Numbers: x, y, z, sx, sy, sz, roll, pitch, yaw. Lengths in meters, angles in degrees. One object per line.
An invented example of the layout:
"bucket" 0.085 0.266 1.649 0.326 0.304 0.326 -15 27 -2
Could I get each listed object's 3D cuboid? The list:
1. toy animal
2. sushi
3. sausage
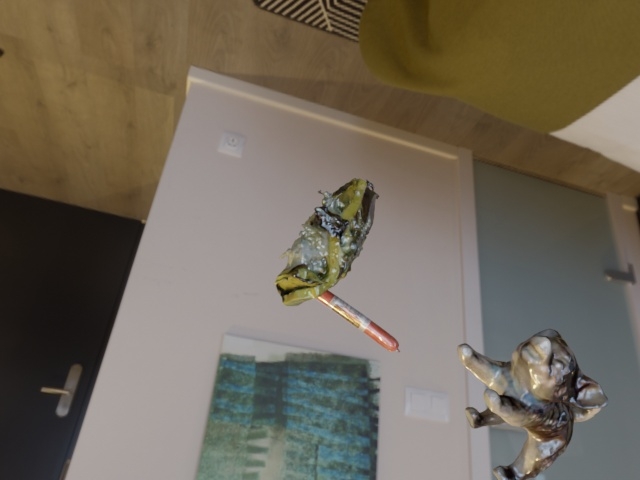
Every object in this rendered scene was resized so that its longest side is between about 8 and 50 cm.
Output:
"toy animal" 0.463 0.312 0.988 0.302 0.194 0.344 -20 127 -4
"sushi" 0.005 0.005 0.870 0.131 0.291 0.139 37 143 -15
"sausage" 0.068 0.163 1.022 0.253 0.034 0.034 35 153 9
